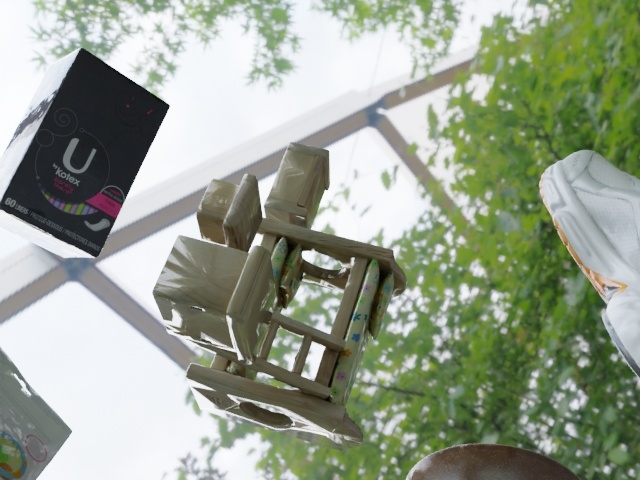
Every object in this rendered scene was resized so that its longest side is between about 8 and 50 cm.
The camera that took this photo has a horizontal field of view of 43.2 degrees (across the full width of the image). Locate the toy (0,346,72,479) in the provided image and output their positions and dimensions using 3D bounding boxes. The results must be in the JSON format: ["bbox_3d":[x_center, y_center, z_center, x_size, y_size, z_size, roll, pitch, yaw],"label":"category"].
[{"bbox_3d":[-0.306,0.172,0.676,0.056,0.137,0.237,-36,8,6],"label":"toy"}]

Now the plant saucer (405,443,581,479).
[{"bbox_3d":[0.186,0.291,0.859,0.036,0.198,0.199,-72,-22,-48],"label":"plant saucer"}]

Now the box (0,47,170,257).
[{"bbox_3d":[-0.374,-0.126,1.225,0.165,0.143,0.270,31,-110,-32],"label":"box"}]

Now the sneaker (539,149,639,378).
[{"bbox_3d":[0.229,0.005,0.509,0.121,0.262,0.099,-35,-61,18],"label":"sneaker"}]

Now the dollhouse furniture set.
[{"bbox_3d":[0.000,0.000,0.457,0.161,0.101,0.182,88,-161,-59],"label":"dollhouse furniture set"}]
